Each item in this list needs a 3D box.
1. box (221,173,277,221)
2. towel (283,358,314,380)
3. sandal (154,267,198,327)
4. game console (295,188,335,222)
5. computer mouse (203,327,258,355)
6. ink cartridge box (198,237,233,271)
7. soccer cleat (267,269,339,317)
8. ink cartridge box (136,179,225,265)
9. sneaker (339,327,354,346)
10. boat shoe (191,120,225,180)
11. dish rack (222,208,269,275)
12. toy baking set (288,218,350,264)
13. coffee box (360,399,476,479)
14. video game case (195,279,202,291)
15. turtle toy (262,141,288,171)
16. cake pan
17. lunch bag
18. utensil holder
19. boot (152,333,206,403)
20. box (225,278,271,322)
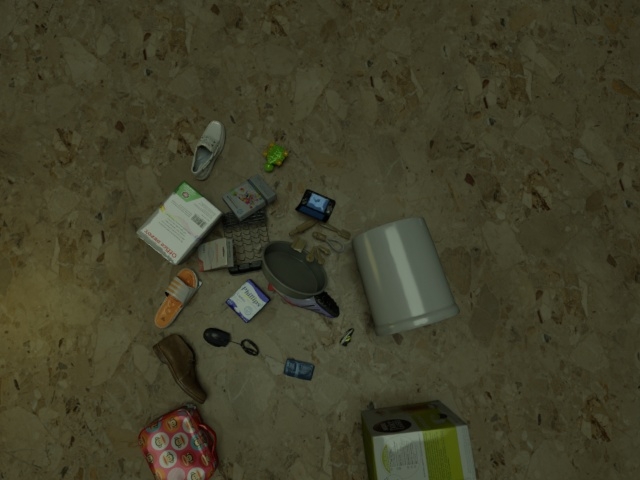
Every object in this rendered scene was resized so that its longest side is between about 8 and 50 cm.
[{"bbox_3d":[-0.301,-0.183,1.773,0.186,0.038,0.145,-35,63,-14],"label":"box"},{"bbox_3d":[-0.087,0.527,1.710,0.119,0.029,0.067,13,82,1],"label":"towel"},{"bbox_3d":[-0.593,0.239,1.710,0.101,0.076,0.265,27,82,3],"label":"sandal"},{"bbox_3d":[-0.019,-0.148,1.785,0.144,0.085,0.124,24,82,2],"label":"game console"},{"bbox_3d":[-0.366,0.417,1.717,0.242,0.041,0.071,17,81,1],"label":"computer mouse"},{"bbox_3d":[-0.414,0.059,1.700,0.198,0.067,0.115,-12,79,42],"label":"ink cartridge box"},{"bbox_3d":[-0.068,0.235,1.730,0.318,0.109,0.116,34,110,-3],"label":"soccer cleat"},{"bbox_3d":[-0.551,-0.066,1.677,0.201,0.117,0.278,41,84,-4],"label":"ink cartridge box"},{"bbox_3d":[0.115,0.400,1.735,0.035,0.031,0.083,40,87,-9],"label":"sneaker"},{"bbox_3d":[-0.485,-0.399,1.810,0.098,0.096,0.277,15,81,2],"label":"boat shoe"},{"bbox_3d":[-0.307,-0.002,1.768,0.208,0.074,0.272,-10,80,-4],"label":"dish rack"},{"bbox_3d":[-0.005,-0.005,1.776,0.256,0.030,0.197,-34,81,-24],"label":"toy baking set"},{"bbox_3d":[0.341,0.809,1.517,0.334,0.337,0.338,-6,82,-1],"label":"coffee box"},{"bbox_3d":[-0.566,0.203,1.761,0.087,0.011,0.122,36,83,5],"label":"video game case"},{"bbox_3d":[-0.201,-0.357,1.823,0.095,0.066,0.130,35,83,4],"label":"turtle toy"},{"bbox_3d":[-0.110,0.120,1.669,0.293,0.293,0.054,38,119,5],"label":"cake pan"},{"bbox_3d":[-0.527,0.798,1.617,0.258,0.120,0.293,-26,82,-5],"label":"lunch bag"},{"bbox_3d":[0.315,0.138,1.628,0.327,0.327,0.386,-16,81,-3],"label":"utensil holder"},{"bbox_3d":[-0.534,0.508,1.674,0.115,0.112,0.305,-37,81,-16],"label":"boot"},{"bbox_3d":[-0.296,0.248,1.728,0.126,0.072,0.137,44,83,5],"label":"box"}]
